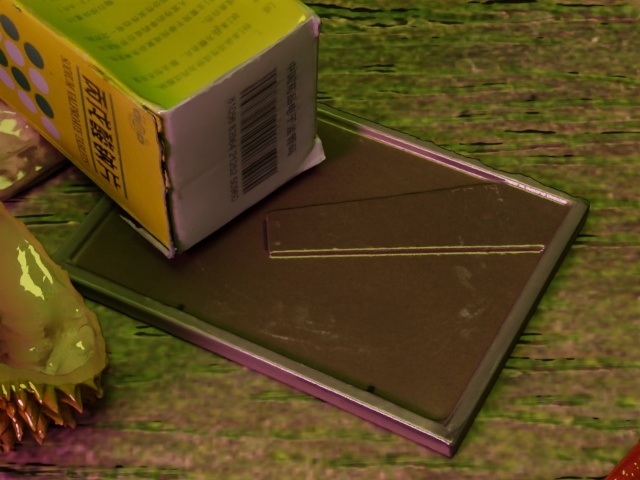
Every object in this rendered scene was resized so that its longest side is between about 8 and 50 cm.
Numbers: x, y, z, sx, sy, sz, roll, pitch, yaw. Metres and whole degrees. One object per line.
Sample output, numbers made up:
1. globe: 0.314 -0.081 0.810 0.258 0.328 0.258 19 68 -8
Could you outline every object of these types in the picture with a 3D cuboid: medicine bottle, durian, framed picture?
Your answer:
1. medicine bottle: -0.127 -0.127 0.998 0.141 0.137 0.250 -37 60 -28
2. durian: -0.199 0.051 0.889 0.165 0.132 0.182 -31 44 -34
3. framed picture: 0.000 0.000 0.992 0.289 0.016 0.213 21 54 19

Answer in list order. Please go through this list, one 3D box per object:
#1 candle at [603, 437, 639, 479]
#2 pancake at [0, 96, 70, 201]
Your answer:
1. candle: 0.165 0.140 0.864 0.167 0.021 0.026 -38 58 -25
2. pancake: -0.265 -0.104 1.083 0.235 0.029 0.212 24 54 20
